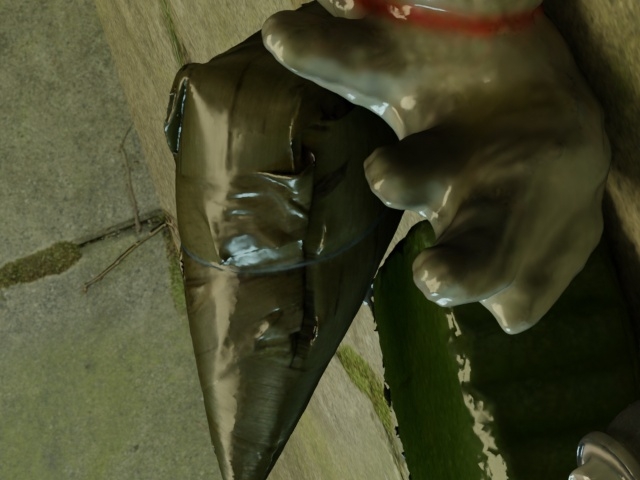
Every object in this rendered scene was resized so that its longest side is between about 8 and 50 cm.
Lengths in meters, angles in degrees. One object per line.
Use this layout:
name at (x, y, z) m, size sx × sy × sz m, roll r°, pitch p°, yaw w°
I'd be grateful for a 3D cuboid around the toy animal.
toy animal at (0.107, -0.112, 1.241) m, size 0.266 × 0.188 × 0.308 m, roll 40°, pitch -153°, yaw -18°

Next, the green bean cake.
green bean cake at (0.142, 0.101, 1.419) m, size 0.250 × 0.156 × 0.247 m, roll 125°, pitch 134°, yaw -72°

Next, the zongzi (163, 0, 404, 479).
zongzi at (0.000, 0.000, 1.472) m, size 0.160 × 0.323 × 0.360 m, roll 10°, pitch 113°, yaw 24°

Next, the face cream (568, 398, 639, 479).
face cream at (0.222, 0.066, 0.824) m, size 0.073 × 0.283 × 0.073 m, roll 56°, pitch 162°, yaw 28°
